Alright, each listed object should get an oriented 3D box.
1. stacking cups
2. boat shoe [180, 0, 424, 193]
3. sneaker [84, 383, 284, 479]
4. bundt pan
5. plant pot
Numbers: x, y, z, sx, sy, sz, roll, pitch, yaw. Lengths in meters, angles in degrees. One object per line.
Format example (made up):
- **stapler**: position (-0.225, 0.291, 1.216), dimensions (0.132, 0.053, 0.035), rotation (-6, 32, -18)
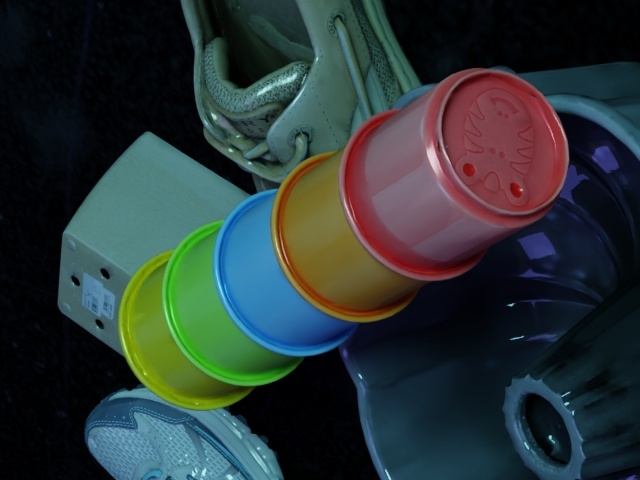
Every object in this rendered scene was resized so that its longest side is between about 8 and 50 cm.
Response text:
- **stacking cups**: position (0.000, 0.000, 0.638), dimensions (0.096, 0.096, 0.316), rotation (52, 147, -2)
- **boat shoe**: position (-0.020, -0.084, 0.724), dimensions (0.122, 0.110, 0.341), rotation (7, 123, 38)
- **sneaker**: position (-0.071, 0.208, 0.968), dimensions (0.283, 0.122, 0.110), rotation (31, 135, 20)
- **bundt pan**: position (0.147, 0.068, 0.634), dimensions (0.331, 0.124, 0.330), rotation (36, 136, 45)
- **plant pot**: position (-0.109, 0.015, 0.882), dimensions (0.109, 0.096, 0.109), rotation (32, 135, 19)
